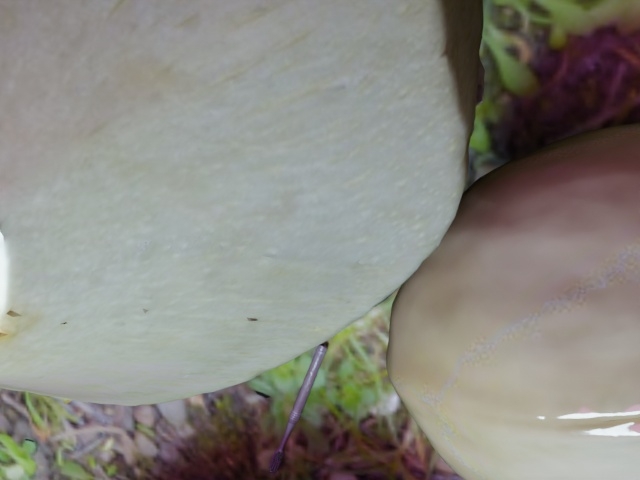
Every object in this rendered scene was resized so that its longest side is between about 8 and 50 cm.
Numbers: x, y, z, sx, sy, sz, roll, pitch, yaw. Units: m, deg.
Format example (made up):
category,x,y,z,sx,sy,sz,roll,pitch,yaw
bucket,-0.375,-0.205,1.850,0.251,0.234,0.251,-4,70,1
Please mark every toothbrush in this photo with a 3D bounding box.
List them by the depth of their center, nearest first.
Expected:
category,x,y,z,sx,sy,sz,roll,pitch,yaw
toothbrush,-0.014,0.101,0.702,0.006,0.008,0.097,20,115,-2

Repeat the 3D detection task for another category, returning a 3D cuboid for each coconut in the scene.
category,x,y,z,sx,sy,sz,roll,pitch,yaw
coconut,-0.102,-0.095,0.474,0.352,0.352,0.352,7,111,18

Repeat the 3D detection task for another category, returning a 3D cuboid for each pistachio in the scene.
category,x,y,z,sx,sy,sz,roll,pitch,yaw
pistachio,0.177,0.039,0.509,0.299,0.187,0.187,-6,107,18
